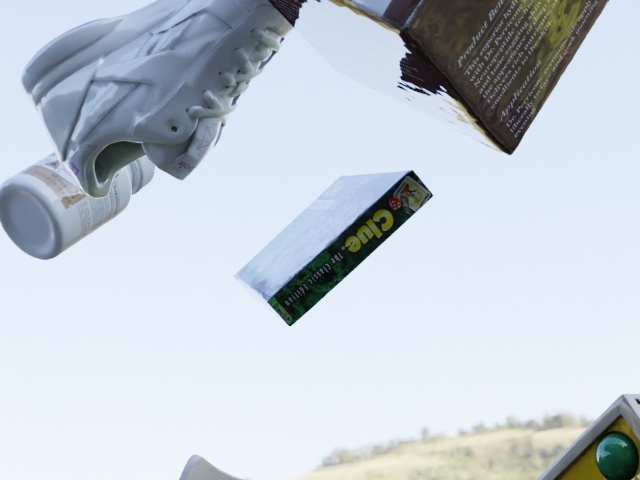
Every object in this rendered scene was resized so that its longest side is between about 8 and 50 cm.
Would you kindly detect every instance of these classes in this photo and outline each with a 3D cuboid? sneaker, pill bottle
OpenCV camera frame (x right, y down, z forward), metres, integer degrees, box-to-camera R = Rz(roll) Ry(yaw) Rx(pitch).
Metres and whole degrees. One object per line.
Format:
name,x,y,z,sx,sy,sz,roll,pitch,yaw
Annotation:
sneaker,-0.088,-0.138,0.930,0.305,0.152,0.114,-26,-12,17
pill bottle,-0.356,-0.078,1.719,0.131,0.131,0.229,-31,7,44

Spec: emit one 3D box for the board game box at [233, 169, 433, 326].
board game box,0.000,0.000,0.904,0.136,0.030,0.259,-45,8,-5

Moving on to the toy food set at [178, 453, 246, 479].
toy food set,-0.023,0.335,1.063,0.306,0.220,0.092,13,-27,18

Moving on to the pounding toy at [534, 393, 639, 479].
pounding toy,0.265,0.261,0.943,0.094,0.206,0.181,7,-48,-39

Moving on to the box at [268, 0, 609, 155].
box,0.072,-0.189,0.747,0.168,0.167,0.203,-57,-32,-1
